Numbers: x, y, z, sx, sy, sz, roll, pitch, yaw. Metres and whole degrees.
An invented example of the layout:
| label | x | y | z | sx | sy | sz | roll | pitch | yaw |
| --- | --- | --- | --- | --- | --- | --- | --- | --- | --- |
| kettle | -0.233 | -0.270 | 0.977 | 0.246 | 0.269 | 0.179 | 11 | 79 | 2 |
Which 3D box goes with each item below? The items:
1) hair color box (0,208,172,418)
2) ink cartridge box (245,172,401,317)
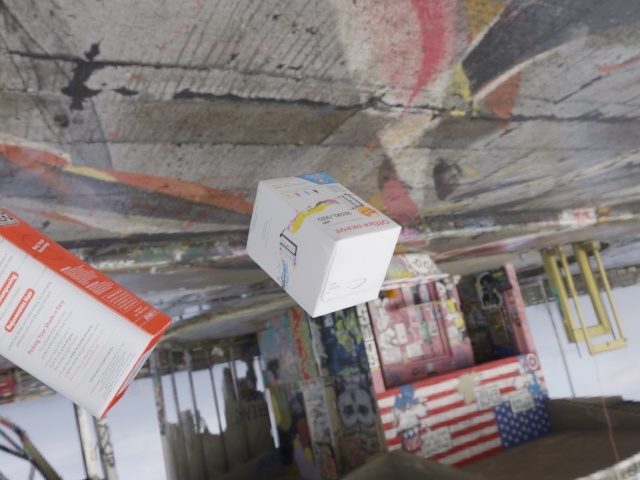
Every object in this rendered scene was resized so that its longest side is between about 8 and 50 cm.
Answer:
| label | x | y | z | sx | sy | sz | roll | pitch | yaw |
| --- | --- | --- | --- | --- | --- | --- | --- | --- | --- |
| hair color box | -0.181 | 0.047 | 0.383 | 0.072 | 0.141 | 0.043 | -55 | -178 | 8 |
| ink cartridge box | 0.000 | 0.000 | 1.095 | 0.171 | 0.233 | 0.168 | -13 | 129 | -40 |
